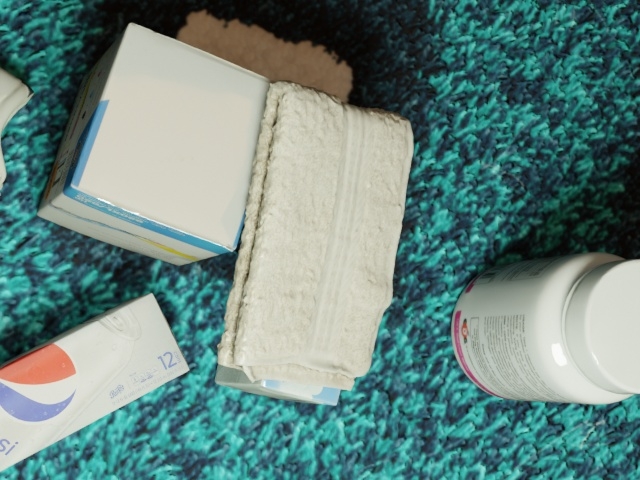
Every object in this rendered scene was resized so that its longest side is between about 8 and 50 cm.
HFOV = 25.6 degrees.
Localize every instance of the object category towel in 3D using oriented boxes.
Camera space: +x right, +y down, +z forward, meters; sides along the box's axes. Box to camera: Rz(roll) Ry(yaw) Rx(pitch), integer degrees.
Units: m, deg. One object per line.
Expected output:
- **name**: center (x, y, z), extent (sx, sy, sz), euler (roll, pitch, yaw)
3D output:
- **towel**: center (0.000, 0.000, 1.341), extent (0.187, 0.049, 0.282), euler (12, 87, -47)

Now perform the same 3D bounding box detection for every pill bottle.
- **pill bottle**: center (0.270, 0.096, 1.516), extent (0.160, 0.283, 0.160), euler (2, 85, -20)

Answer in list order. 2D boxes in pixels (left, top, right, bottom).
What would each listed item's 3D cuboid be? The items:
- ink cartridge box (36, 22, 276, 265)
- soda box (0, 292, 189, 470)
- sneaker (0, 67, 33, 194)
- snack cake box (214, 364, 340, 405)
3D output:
- **ink cartridge box**: center (-0.164, -0.085, 1.397), extent (0.168, 0.233, 0.171), euler (21, 78, -16)
- **soda box**: center (-0.282, 0.155, 1.405), extent (0.286, 0.098, 0.091), euler (-27, 95, -20)
- **sneaker**: center (-0.361, -0.062, 1.395), extent (0.091, 0.094, 0.258), euler (23, 77, -13)
- **snack cake box**: center (-0.021, 0.035, 1.484), extent (0.089, 0.152, 0.264), euler (16, 80, -20)
